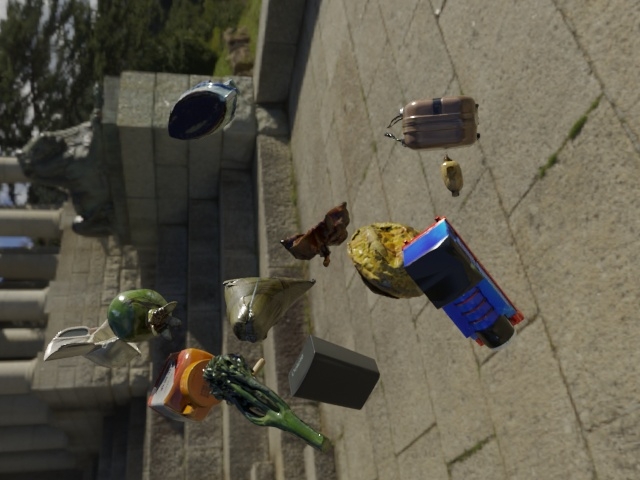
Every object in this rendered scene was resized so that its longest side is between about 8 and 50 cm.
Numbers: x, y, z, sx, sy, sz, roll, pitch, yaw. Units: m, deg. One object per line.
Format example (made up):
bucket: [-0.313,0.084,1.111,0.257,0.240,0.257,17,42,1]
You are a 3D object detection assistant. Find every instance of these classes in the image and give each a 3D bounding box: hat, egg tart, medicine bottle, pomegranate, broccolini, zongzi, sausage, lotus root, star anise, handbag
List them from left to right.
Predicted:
hat: [-0.640,0.317,1.632,0.164,0.226,0.219,65,161,-15]
pomegranate: [-0.432,0.188,1.437,0.191,0.152,0.131,5,102,48]
medicine bottle: [-0.299,0.335,1.352,0.222,0.112,0.149,-26,38,54]
sausage: [-0.208,0.414,1.788,0.132,0.024,0.024,-52,-22,-49]
broccolini: [-0.076,0.206,0.719,0.202,0.068,0.091,29,141,46]
zongzi: [-0.105,0.160,1.401,0.221,0.242,0.112,-122,30,-64]
star anise: [-0.005,-0.002,1.442,0.111,0.212,0.196,54,152,-7]
egg tart: [0.222,0.033,1.705,0.132,0.296,0.297,112,156,-44]
handbag: [0.329,-0.340,1.739,0.302,0.283,0.149,-33,-63,-73]
lotus root: [0.428,-0.216,1.888,0.063,0.072,0.152,-25,76,47]

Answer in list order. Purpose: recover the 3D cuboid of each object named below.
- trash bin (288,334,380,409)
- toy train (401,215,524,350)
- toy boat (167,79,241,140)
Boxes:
trash bin: [0.042,0.403,1.749,0.165,0.225,0.115,-64,19,18]
toy train: [0.204,0.070,0.830,0.204,0.082,0.131,49,-164,-9]
toy boat: [-0.268,-0.310,1.369,0.262,0.114,0.115,-20,24,38]
